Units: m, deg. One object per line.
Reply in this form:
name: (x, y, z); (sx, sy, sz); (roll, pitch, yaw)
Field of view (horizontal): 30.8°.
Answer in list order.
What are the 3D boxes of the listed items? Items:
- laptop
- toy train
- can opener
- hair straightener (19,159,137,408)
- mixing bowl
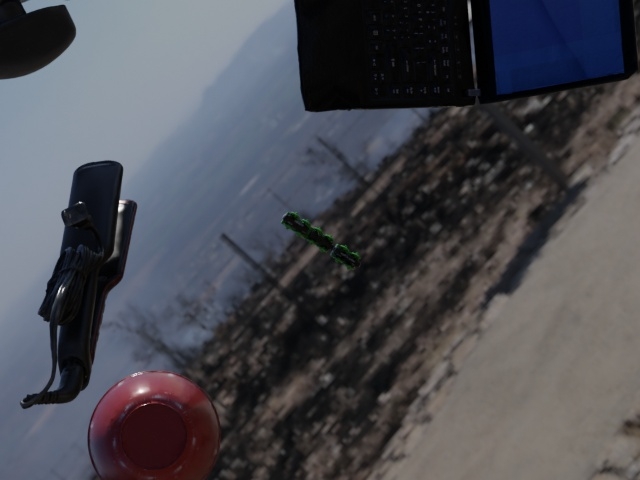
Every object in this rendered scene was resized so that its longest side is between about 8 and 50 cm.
laptop: (0.118, -0.241, 1.017); (0.136, 0.264, 0.234); (166, 100, -73)
toy train: (0.000, 0.000, 1.031); (0.017, 0.083, 0.024); (-57, 14, -4)
can opener: (-0.197, -0.221, 0.994); (0.280, 0.093, 0.074); (-35, 14, -30)
hair straightener: (-0.174, 0.018, 0.803); (0.047, 0.089, 0.230); (-3, 42, 10)
mixing bowl: (-0.221, 0.260, 1.540); (0.181, 0.181, 0.098); (-50, -1, -12)
